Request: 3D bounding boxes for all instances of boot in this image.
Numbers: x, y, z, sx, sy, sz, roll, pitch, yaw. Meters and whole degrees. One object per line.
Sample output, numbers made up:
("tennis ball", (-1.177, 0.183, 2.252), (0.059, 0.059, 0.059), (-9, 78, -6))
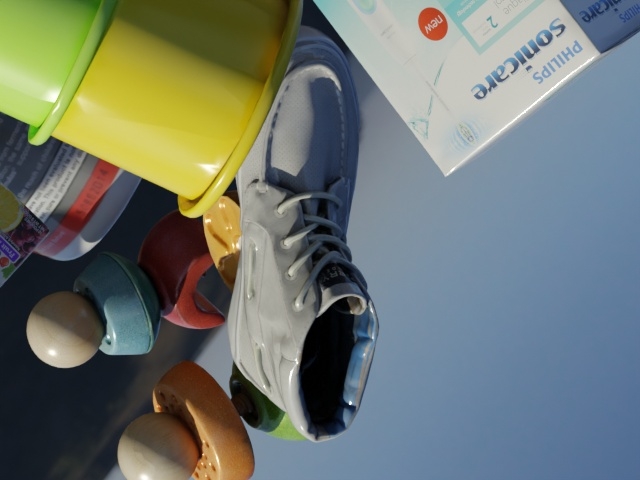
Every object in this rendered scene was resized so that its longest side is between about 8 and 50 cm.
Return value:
("boot", (0.000, 0.000, 1.127), (0.123, 0.095, 0.258), (-135, -138, -54))

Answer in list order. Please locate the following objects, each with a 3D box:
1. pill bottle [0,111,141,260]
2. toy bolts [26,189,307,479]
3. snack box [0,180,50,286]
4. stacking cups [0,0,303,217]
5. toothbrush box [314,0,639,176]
("pill bottle", (-0.319, -0.143, 1.400), (0.210, 0.363, 0.210), (-47, -152, 36))
("toy bolts", (-0.122, 0.062, 1.325), (0.158, 0.228, 0.218), (-26, 128, -26))
("snack box", (-0.270, 0.011, 1.208), (0.141, 0.100, 0.037), (-50, -166, -22))
("stacking cups", (-0.162, -0.116, 0.599), (0.096, 0.316, 0.096), (-56, -162, 27))
("toothbrush box", (0.121, -0.243, 1.582), (0.216, 0.295, 0.126), (-38, 178, 43))
